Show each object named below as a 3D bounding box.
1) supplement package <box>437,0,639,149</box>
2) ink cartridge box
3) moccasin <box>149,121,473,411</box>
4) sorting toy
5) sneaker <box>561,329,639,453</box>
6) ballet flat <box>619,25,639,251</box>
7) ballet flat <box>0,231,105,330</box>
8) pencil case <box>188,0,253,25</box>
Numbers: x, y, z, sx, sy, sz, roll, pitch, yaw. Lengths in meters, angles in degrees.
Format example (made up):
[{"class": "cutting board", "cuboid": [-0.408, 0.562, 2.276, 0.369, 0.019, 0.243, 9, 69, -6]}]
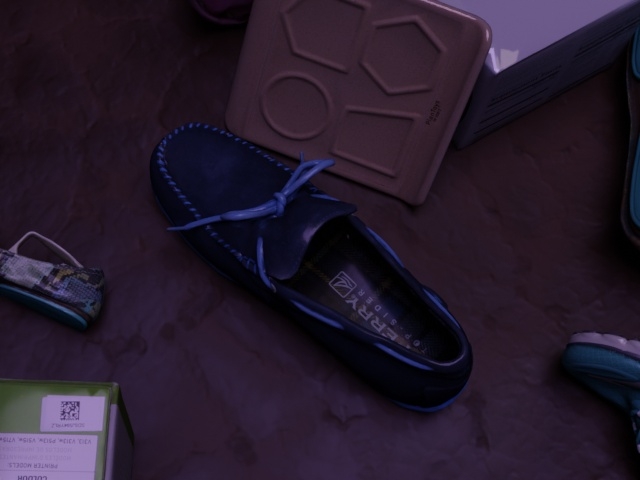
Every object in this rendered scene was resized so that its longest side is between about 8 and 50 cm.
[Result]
[{"class": "supplement package", "cuboid": [0.153, -0.262, 0.937, 0.204, 0.145, 0.262, -29, 73, -17]}, {"class": "ink cartridge box", "cuboid": [-0.190, 0.240, 0.671, 0.097, 0.189, 0.255, 3, 68, -6]}, {"class": "moccasin", "cuboid": [0.000, 0.000, 0.828, 0.342, 0.117, 0.138, 35, 69, 8]}, {"class": "sorting toy", "cuboid": [0.027, -0.146, 0.866, 0.208, 0.193, 0.038, 24, 37, 5]}, {"class": "sneaker", "cuboid": [0.311, 0.177, 0.804, 0.275, 0.107, 0.110, 40, 79, 10]}, {"class": "ballet flat", "cuboid": [0.355, -0.127, 0.925, 0.123, 0.123, 0.349, 15, 68, 0]}, {"class": "ballet flat", "cuboid": [-0.271, 0.015, 0.818, 0.188, 0.070, 0.070, 24, 67, -12]}, {"class": "pencil case", "cuboid": [-0.102, -0.401, 0.950, 0.160, 0.167, 0.386, -20, 73, 6]}]
